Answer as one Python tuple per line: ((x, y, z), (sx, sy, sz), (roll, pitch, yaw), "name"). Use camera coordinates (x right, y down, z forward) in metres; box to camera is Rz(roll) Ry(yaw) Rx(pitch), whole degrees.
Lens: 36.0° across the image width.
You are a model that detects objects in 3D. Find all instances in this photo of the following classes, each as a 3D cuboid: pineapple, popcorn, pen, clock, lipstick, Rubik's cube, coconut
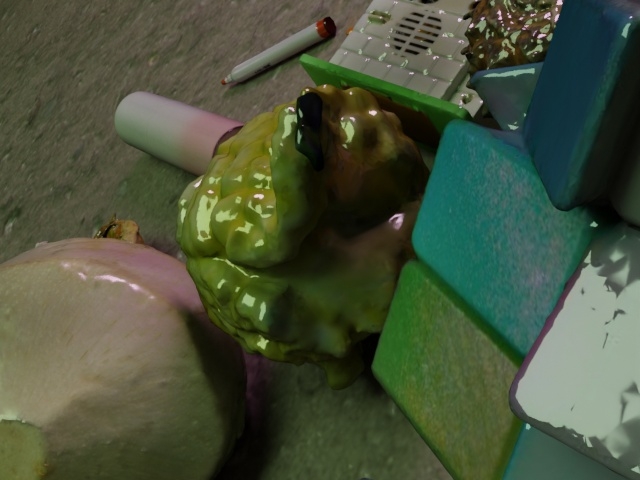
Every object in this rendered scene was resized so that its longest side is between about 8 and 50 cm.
((0.204, -0.136, 0.806), (0.166, 0.193, 0.166), (-19, 48, 23), "pineapple")
((-0.007, 0.002, 0.910), (0.237, 0.293, 0.293), (-21, 48, 30), "popcorn")
((-0.064, -0.252, 1.345), (0.218, 0.026, 0.026), (-19, 50, 41), "pen")
((0.146, -0.221, 0.997), (0.219, 0.106, 0.255), (28, 78, 40), "clock")
((-0.182, -0.140, 1.344), (0.327, 0.087, 0.087), (26, 84, 54), "lipstick")
((0.222, 0.033, 0.547), (0.387, 0.358, 0.368), (-40, 74, 32), "Rubik's cube")
((-0.247, 0.160, 1.017), (0.352, 0.352, 0.353), (-29, 44, 33), "coconut")

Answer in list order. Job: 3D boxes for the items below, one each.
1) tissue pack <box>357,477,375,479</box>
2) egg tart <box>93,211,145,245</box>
((0.085, 0.307, 0.701), (0.257, 0.081, 0.185), (19, 79, 52), "tissue pack")
((-0.292, 0.087, 1.301), (0.231, 0.098, 0.252), (-18, 47, 49), "egg tart")
